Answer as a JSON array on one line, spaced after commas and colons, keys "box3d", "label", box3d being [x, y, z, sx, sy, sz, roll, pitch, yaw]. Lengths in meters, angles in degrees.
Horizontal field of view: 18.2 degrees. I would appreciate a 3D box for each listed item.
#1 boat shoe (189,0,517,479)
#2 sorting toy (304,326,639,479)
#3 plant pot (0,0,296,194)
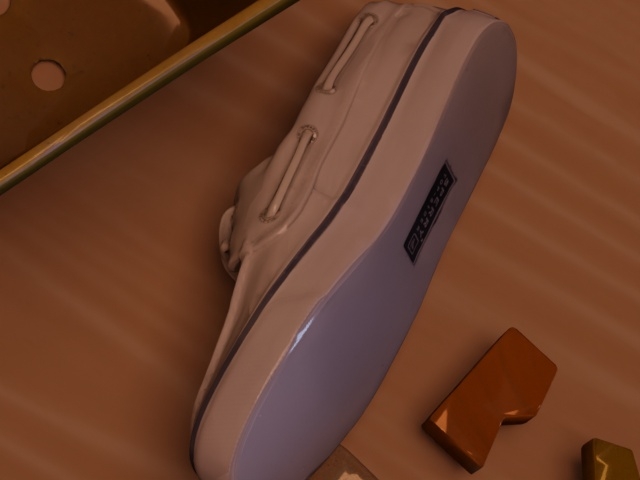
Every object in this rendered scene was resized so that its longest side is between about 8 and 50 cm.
[{"box3d": [0.000, 0.000, 0.885, 0.084, 0.095, 0.258, 17, 59, 27], "label": "boat shoe"}, {"box3d": [0.038, 0.198, 0.865, 0.229, 0.041, 0.307, 43, 69, 4], "label": "sorting toy"}, {"box3d": [-0.129, -0.133, 0.825, 0.212, 0.187, 0.212, -35, 88, -20], "label": "plant pot"}]
